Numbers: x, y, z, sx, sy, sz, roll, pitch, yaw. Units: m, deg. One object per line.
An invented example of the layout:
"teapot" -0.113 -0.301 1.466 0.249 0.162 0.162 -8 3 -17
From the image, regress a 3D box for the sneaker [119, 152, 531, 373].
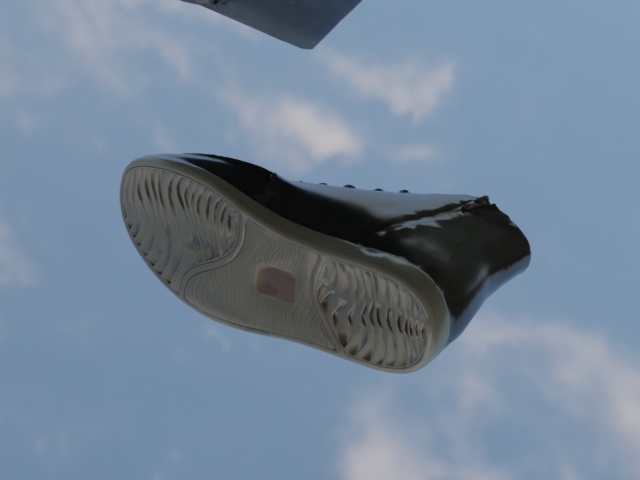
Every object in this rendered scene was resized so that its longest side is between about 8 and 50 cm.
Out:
"sneaker" 0.000 0.000 1.054 0.222 0.083 0.118 25 -148 27

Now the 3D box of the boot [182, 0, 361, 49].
"boot" -0.072 -0.289 1.023 0.367 0.445 0.146 40 -105 -8
